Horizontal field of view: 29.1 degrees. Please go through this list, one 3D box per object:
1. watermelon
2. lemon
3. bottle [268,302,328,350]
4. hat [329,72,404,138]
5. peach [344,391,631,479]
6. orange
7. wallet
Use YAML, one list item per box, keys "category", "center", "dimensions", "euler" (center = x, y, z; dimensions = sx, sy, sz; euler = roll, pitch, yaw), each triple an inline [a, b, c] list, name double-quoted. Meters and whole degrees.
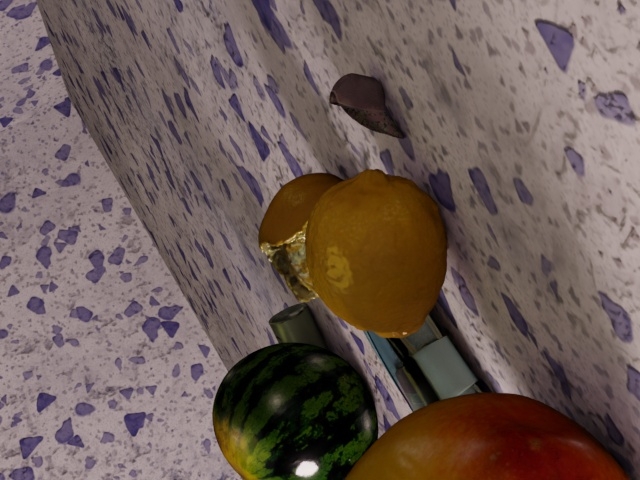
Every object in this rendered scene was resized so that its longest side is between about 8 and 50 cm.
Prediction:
- category: "watermelon"
  center: [-0.037, 0.283, 1.908]
  dimensions: [0.269, 0.269, 0.269]
  euler: [57, 167, 22]
- category: "lemon"
  center: [0.056, 0.016, 1.216]
  dimensions: [0.142, 0.142, 0.187]
  euler: [41, 150, 58]
- category: "bottle"
  center: [-0.013, 0.208, 2.056]
  dimensions: [0.202, 0.072, 0.072]
  euler: [65, 167, -12]
- category: "hat"
  center: [0.050, -0.131, 1.181]
  dimensions: [0.087, 0.042, 0.058]
  euler: [30, -179, -19]
- category: "peach"
  center: [0.161, 0.277, 1.092]
  dimensions: [0.308, 0.289, 0.289]
  euler: [-42, 72, 37]
- category: "orange"
  center: [0.000, 0.000, 1.434]
  dimensions: [0.157, 0.134, 0.156]
  euler: [62, 180, 0]
- category: "wallet"
  center: [0.126, 0.163, 1.401]
  dimensions: [0.250, 0.075, 0.176]
  euler: [59, 171, 11]
